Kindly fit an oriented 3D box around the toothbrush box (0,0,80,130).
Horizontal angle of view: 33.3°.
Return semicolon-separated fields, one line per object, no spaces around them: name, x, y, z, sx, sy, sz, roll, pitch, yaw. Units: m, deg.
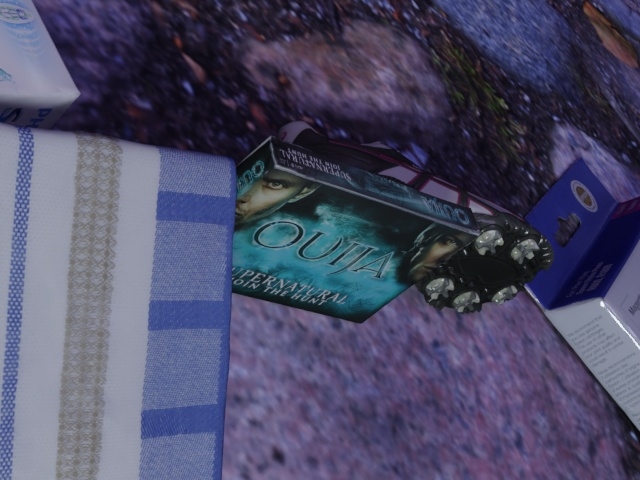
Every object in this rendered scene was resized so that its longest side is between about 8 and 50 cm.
toothbrush box;-0.293;-0.116;0.482;0.295;0.126;0.216;-7;63;-53

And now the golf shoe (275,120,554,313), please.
golf shoe;0.081;-0.023;0.850;0.272;0.105;0.120;18;38;-40

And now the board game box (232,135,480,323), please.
board game box;0.000;0.000;0.708;0.186;0.126;0.026;16;47;-40

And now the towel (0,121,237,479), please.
towel;-0.151;0.050;0.478;0.285;0.034;0.209;2;92;-48

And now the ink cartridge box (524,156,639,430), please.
ink cartridge box;0.353;0.069;1.106;0.330;0.071;0.324;52;34;0
